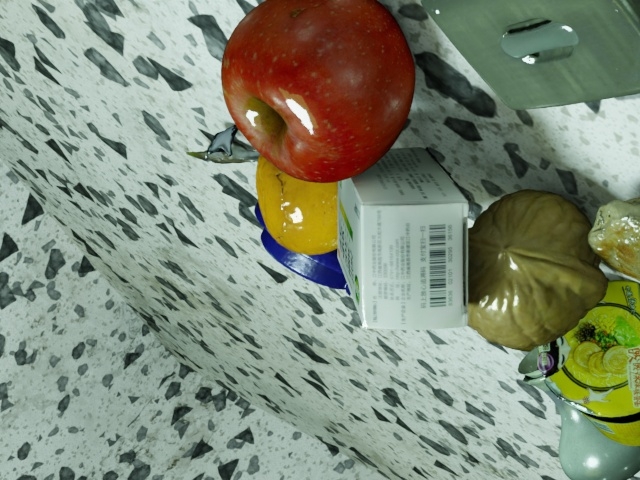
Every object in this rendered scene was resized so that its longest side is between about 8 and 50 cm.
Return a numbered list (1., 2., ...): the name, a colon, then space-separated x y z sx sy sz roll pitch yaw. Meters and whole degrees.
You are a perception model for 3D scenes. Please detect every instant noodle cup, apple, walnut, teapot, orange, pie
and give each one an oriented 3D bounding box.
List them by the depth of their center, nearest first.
1. pie: 0.427 0.012 1.379 0.163 0.079 0.193 -7 140 46
2. apple: -0.001 -0.213 1.439 0.260 0.216 0.260 38 156 20
3. walnut: 0.282 0.038 1.493 0.228 0.228 0.228 33 160 14
4. instant noodle cup: 0.452 0.202 1.628 0.215 0.215 0.236 24 163 34
5. orange: -0.010 -0.086 1.760 0.219 0.193 0.219 20 113 60
6. teapot: 0.451 0.290 1.865 0.251 0.183 0.183 53 158 -8

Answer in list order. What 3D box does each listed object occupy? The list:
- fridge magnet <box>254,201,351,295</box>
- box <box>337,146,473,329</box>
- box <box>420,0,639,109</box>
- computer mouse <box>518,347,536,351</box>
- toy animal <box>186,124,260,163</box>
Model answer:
1. fridge magnet: 0.000 0.000 1.954 0.265 0.112 0.265 25 -164 -8
2. box: 0.108 -0.011 1.514 0.333 0.145 0.173 -108 15 -72
3. box: 0.247 -0.242 1.024 0.220 0.166 0.290 45 161 -20
4. computer mouse: 0.313 0.139 1.936 0.199 0.045 0.102 48 156 -26
5. toy animal: -0.186 -0.168 2.095 0.105 0.070 0.202 26 163 -26
